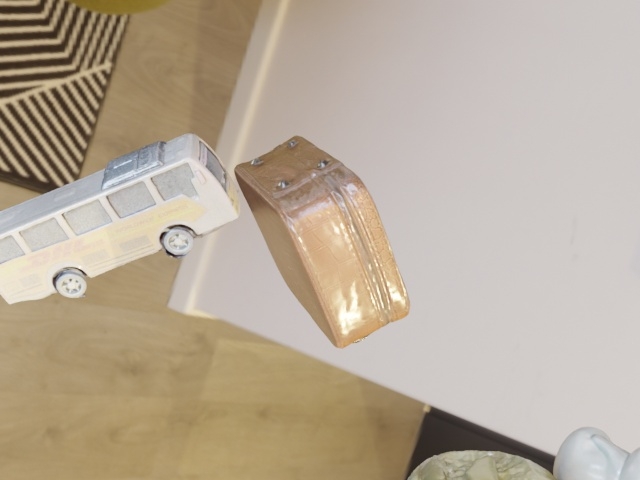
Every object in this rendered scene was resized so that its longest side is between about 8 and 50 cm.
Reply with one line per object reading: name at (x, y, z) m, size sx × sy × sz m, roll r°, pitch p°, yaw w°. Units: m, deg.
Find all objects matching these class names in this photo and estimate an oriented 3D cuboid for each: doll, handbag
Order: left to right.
handbag at (0.000, 0.000, 0.701) m, size 0.072 × 0.193 × 0.151 m, roll -27°, pitch 110°, yaw -10°
doll at (0.381, 0.301, 1.070) m, size 0.107 × 0.180 × 0.110 m, roll -45°, pitch 120°, yaw -32°

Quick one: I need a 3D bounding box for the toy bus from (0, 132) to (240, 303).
toy bus at (-0.282, -0.026, 1.144) m, size 0.097 × 0.342 × 0.138 m, roll -101°, pitch 167°, yaw -57°

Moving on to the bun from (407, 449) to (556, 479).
bun at (0.245, 0.418, 1.044) m, size 0.202 × 0.364 × 0.364 m, roll -11°, pitch 118°, yaw -12°
